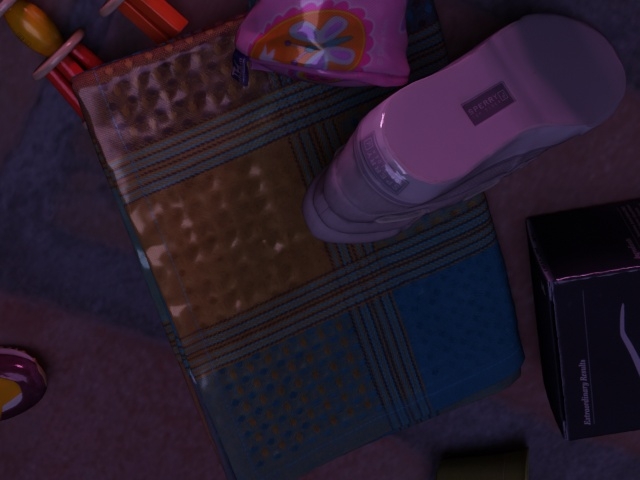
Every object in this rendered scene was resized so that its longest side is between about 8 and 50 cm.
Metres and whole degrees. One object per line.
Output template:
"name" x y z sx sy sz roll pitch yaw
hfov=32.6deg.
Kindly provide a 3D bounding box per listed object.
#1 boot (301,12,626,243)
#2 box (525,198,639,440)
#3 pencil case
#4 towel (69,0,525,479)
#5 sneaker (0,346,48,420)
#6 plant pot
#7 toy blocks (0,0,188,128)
"boot" 0.097 -0.077 0.767 0.123 0.258 0.095 -36 81 53
"box" 0.275 0.053 0.855 0.207 0.108 0.153 -8 117 5
"pencil case" 0.014 -0.235 0.673 0.124 0.124 0.284 7 106 -4
"towel" 0.000 0.000 0.837 0.271 0.040 0.370 -22 115 -7
"sneaker" -0.321 0.144 0.913 0.185 0.084 0.069 -12 117 6
"plant pot" 0.143 0.221 0.966 0.079 0.083 0.083 2 118 13
"toy blocks" -0.148 -0.141 0.783 0.123 0.054 0.148 -38 111 18
